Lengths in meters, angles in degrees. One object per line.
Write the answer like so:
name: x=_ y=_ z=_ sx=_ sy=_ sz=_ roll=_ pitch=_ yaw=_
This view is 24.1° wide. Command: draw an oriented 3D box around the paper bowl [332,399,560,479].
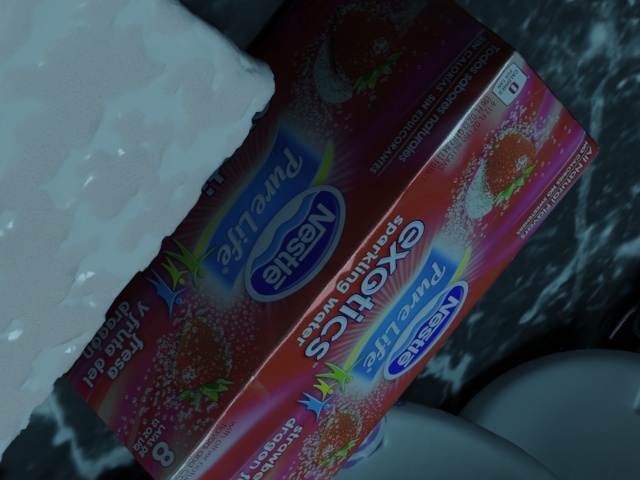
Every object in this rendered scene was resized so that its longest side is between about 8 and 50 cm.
paper bowl: x=0.027 y=0.237 z=0.863 sx=0.284 sy=0.284 sz=0.148 roll=-20 pitch=142 yaw=-35

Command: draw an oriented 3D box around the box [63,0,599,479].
box: x=0.000 y=0.000 z=0.740 sx=0.257 sy=0.122 sz=0.128 roll=-51 pitch=147 yaw=4

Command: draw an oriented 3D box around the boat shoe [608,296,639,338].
boat shoe: x=0.285 y=0.052 z=1.143 sx=0.095 sy=0.079 sz=0.255 roll=-33 pitch=155 yaw=-48

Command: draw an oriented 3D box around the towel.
towel: x=-0.201 y=0.000 z=0.583 sx=0.332 sy=0.053 sz=0.317 roll=-52 pitch=147 yaw=7

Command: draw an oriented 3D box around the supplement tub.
supplement tub: x=0.203 y=0.263 z=1.125 sx=0.235 sy=0.235 sz=0.325 roll=-32 pitch=143 yaw=-23
